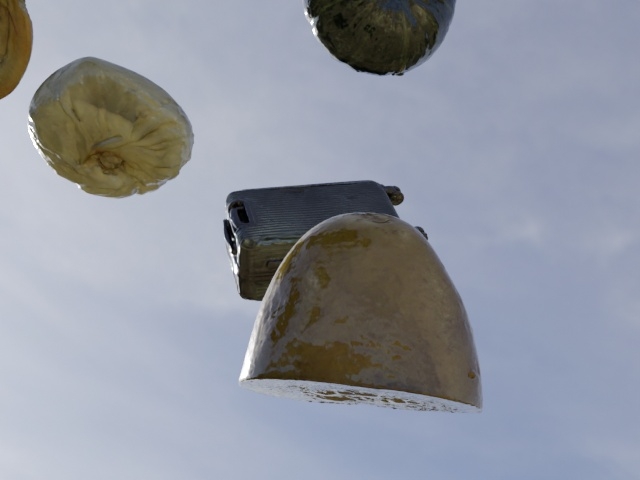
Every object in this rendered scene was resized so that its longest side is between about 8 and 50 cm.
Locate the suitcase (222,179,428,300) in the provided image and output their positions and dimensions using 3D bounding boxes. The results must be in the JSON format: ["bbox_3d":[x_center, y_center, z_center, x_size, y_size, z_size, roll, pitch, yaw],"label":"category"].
[{"bbox_3d":[0.000,0.000,1.920,0.312,0.202,0.128,-4,-60,-12],"label":"suitcase"}]

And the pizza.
[{"bbox_3d":[-0.497,-0.316,1.624,0.181,0.034,0.262,-32,-76,25],"label":"pizza"}]

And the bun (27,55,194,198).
[{"bbox_3d":[-0.235,-0.117,1.309,0.188,0.111,0.164,27,-51,-1],"label":"bun"}]

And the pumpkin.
[{"bbox_3d":[0.080,-0.321,1.580,0.212,0.211,0.152,19,-6,-13],"label":"pumpkin"}]

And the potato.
[{"bbox_3d":[0.037,0.056,0.959,0.178,0.158,0.203,15,-11,-33],"label":"potato"}]
